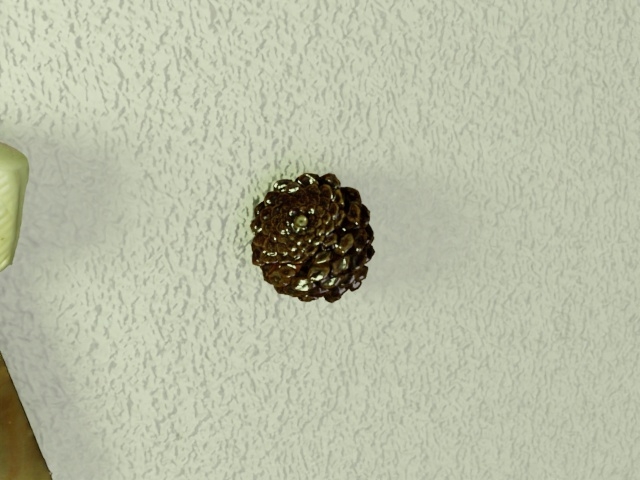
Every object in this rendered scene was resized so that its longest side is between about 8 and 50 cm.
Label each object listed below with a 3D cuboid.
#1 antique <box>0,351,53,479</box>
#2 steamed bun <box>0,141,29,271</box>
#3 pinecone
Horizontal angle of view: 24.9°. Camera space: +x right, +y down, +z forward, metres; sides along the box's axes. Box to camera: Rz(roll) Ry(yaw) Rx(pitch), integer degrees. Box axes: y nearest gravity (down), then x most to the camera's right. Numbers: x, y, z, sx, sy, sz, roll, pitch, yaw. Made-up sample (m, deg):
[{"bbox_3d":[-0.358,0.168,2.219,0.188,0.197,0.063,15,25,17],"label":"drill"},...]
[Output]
[{"bbox_3d":[-0.408,0.165,1.702,0.087,0.093,0.310,-25,120,-18],"label":"antique"},{"bbox_3d":[-0.441,-0.049,1.576,0.238,0.152,0.170,4,113,-14],"label":"steamed bun"},{"bbox_3d":[-0.003,0.007,1.834,0.163,0.163,0.165,-46,147,-6],"label":"pinecone"}]
